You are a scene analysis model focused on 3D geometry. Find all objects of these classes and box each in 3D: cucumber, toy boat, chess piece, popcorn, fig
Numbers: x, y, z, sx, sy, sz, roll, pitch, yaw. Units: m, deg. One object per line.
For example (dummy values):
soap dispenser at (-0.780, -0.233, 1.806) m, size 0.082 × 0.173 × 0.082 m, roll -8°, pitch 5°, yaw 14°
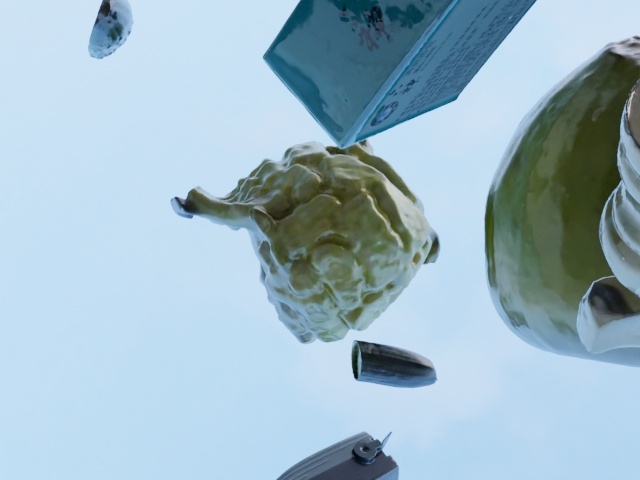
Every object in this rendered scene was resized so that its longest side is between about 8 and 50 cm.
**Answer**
cucumber at (0.087, 0.145, 1.377) m, size 0.105 × 0.048 × 0.048 m, roll 10°, pitch -127°, yaw -8°
toy boat at (0.002, 0.347, 1.648) m, size 0.246 × 0.103 × 0.093 m, roll -20°, pitch -131°, yaw -37°
chess piece at (0.200, -0.001, 0.672) m, size 0.090 × 0.200 × 0.090 m, roll -2°, pitch -128°, yaw 2°
popcorn at (0.007, -0.005, 1.517) m, size 0.237 × 0.293 × 0.293 m, roll -45°, pitch -139°, yaw -16°
fig at (0.328, -0.036, 1.251) m, size 0.343 × 0.343 × 0.343 m, roll -21°, pitch -134°, yaw 23°
cucumber at (-0.201, -0.211, 1.161) m, size 0.107 × 0.035 × 0.067 m, roll -177°, pitch -72°, yaw -81°

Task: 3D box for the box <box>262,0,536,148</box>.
box at (0.087, -0.185, 0.790) m, size 0.092 × 0.153 × 0.245 m, roll 50°, pitch -49°, yaw 11°
